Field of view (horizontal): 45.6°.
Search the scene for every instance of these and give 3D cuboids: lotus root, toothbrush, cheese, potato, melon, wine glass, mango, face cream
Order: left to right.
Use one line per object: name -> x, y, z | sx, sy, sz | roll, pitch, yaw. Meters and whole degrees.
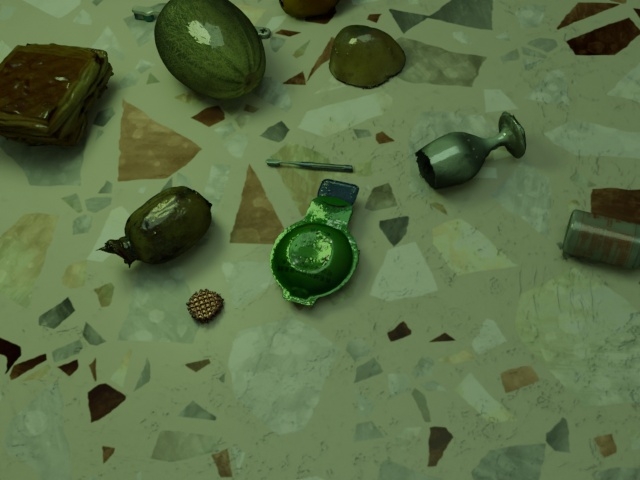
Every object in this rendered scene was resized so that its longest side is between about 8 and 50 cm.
lotus root -> -0.374, -0.019, 1.754 | 0.278, 0.154, 0.154 | -35, 62, -15
toothbrush -> -0.341, -0.622, 2.161 | 0.418, 0.040, 0.042 | 11, 59, 12
melon -> -0.284, -0.503, 1.971 | 0.248, 0.248, 0.329 | -41, 67, -17
toothbrush -> -0.028, -0.185, 1.883 | 0.219, 0.019, 0.016 | 5, 62, 8
mango -> -0.020, -0.730, 2.132 | 0.236, 0.166, 0.136 | -52, 22, -1
cheese -> 0.000, 0.000, 1.733 | 0.204, 0.083, 0.320 | 14, 64, 16
potato -> 0.119, -0.507, 2.005 | 0.202, 0.117, 0.182 | 15, 59, 15
wine glass -> 0.352, -0.208, 1.796 | 0.241, 0.126, 0.126 | -21, 60, -8
face cream -> 0.661, 0.009, 1.648 | 0.252, 0.101, 0.101 | 14, 62, 14

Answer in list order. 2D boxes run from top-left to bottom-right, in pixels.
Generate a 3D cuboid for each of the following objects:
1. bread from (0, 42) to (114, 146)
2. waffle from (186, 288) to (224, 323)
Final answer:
bread -> -0.716, -0.366, 1.979 | 0.277, 0.167, 0.324 | 10, 52, 12
waffle -> -0.258, 0.145, 1.707 | 0.075, 0.029, 0.083 | 27, 63, 17
